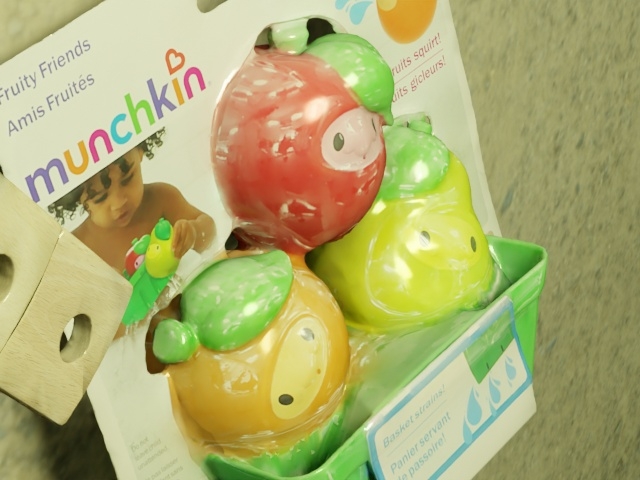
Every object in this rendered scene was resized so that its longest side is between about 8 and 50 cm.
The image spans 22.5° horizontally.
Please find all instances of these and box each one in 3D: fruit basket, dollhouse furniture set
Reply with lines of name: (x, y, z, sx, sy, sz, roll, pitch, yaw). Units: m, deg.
fruit basket: (0.000, 0.000, 0.870, 0.327, 0.165, 0.353, -38, 131, -37)
dollhouse furniture set: (-0.187, 0.058, 0.613, 0.183, 0.129, 0.129, -64, 151, -14)
